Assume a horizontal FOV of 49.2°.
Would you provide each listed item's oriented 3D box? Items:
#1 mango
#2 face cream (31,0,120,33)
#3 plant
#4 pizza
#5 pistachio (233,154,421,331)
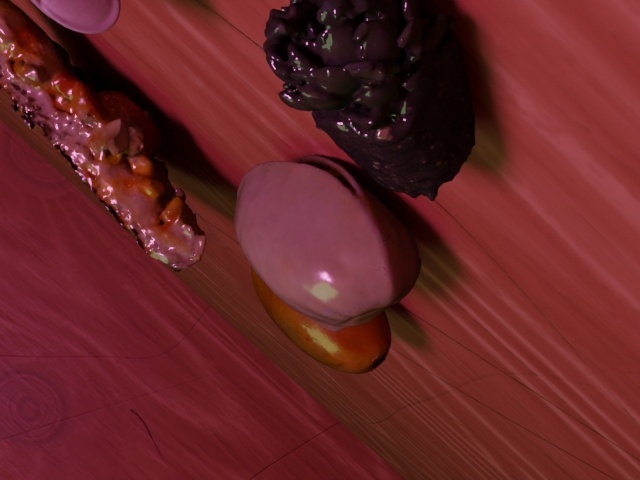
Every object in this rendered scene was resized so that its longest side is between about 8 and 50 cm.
[{"bbox_3d":[-0.011,0.070,0.867,0.253,0.113,0.138,35,169,46],"label":"mango"},{"bbox_3d":[-0.220,-0.218,0.524,0.198,0.057,0.084,44,-177,39],"label":"face cream"},{"bbox_3d":[0.034,-0.087,0.385,0.094,0.092,0.143,34,172,47],"label":"plant"},{"bbox_3d":[-0.304,-0.170,0.883,0.440,0.130,0.406,39,167,47],"label":"pizza"},{"bbox_3d":[0.000,0.000,0.639,0.223,0.126,0.152,29,127,50],"label":"pistachio"}]
